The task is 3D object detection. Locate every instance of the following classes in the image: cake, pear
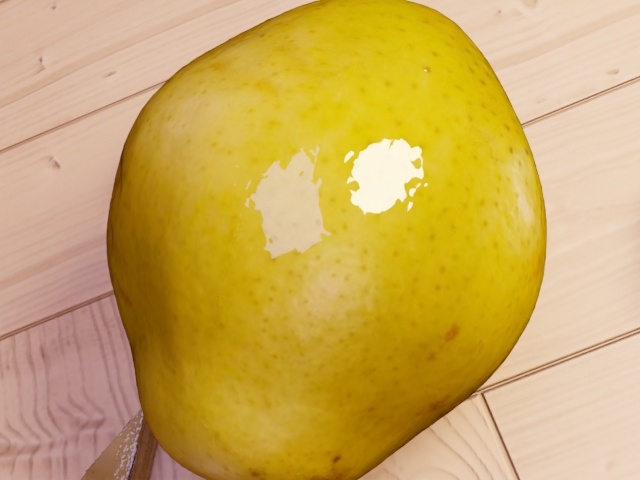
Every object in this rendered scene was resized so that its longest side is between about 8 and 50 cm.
[{"bbox_3d":[-0.192,0.211,0.810,0.065,0.052,0.121,8,69,21],"label":"cake"},{"bbox_3d":[0.000,0.000,0.699,0.362,0.362,0.418,11,74,19],"label":"pear"}]
